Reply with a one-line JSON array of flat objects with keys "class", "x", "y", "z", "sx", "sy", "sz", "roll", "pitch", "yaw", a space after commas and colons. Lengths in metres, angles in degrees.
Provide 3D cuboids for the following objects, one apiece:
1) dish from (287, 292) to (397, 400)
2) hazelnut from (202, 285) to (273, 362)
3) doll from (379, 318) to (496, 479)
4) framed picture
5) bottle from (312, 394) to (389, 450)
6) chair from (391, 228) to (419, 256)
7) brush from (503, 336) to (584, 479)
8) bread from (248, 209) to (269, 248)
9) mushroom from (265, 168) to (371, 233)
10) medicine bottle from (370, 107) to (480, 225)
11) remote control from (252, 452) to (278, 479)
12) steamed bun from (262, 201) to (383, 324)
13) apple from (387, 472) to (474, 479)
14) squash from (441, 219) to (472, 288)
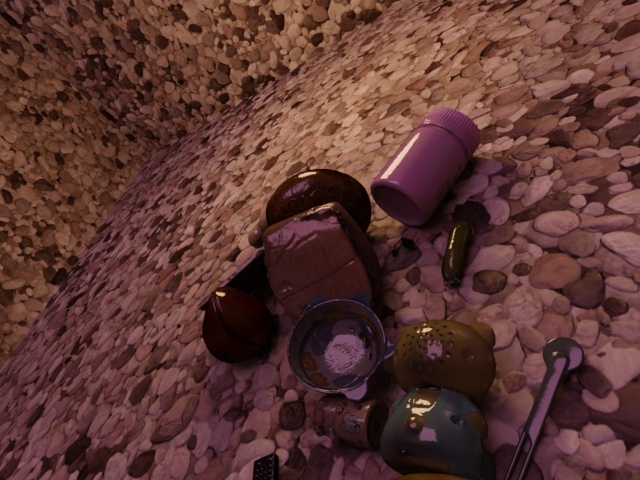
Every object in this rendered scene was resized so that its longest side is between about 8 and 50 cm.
[{"class": "dish", "x": 0.052, "y": 0.227, "z": 0.896, "sx": 0.228, "sy": 0.086, "sz": 0.236, "roll": -8, "pitch": 50, "yaw": 13}, {"class": "hazelnut", "x": -0.233, "y": 0.216, "z": 1.161, "sx": 0.208, "sy": 0.208, "sz": 0.208, "roll": -26, "pitch": 36, "yaw": 21}, {"class": "doll", "x": 0.198, "y": 0.256, "z": 0.728, "sx": 0.177, "sy": 0.161, "sz": 0.260, "roll": -12, "pitch": 45, "yaw": 39}, {"class": "framed picture", "x": -0.213, "y": 0.114, "z": 1.291, "sx": 0.289, "sy": 0.213, "sz": 0.016, "roll": -42, "pitch": 73, "yaw": -4}, {"class": "bottle", "x": 0.048, "y": 0.343, "z": 0.833, "sx": 0.152, "sy": 0.099, "sz": 0.098, "roll": -4, "pitch": 47, "yaw": 38}, {"class": "chair", "x": 0.219, "y": 0.009, "z": 1.115, "sx": 0.037, "sy": 0.042, "sz": 0.086, "roll": -82, "pitch": 15, "yaw": -47}, {"class": "brush", "x": 0.349, "y": 0.273, "z": 0.688, "sx": 0.062, "sy": 0.027, "sz": 0.266, "roll": 11, "pitch": 63, "yaw": 51}, {"class": "bread", "x": -0.120, "y": -0.087, "z": 1.393, "sx": 0.316, "sy": 0.054, "sz": 0.316, "roll": -44, "pitch": -5, "yaw": -5}, {"class": "mushroom", "x": -0.002, "y": -0.065, "z": 1.190, "sx": 0.278, "sy": 0.298, "sz": 0.163, "roll": 115, "pitch": 156, "yaw": -48}, {"class": "medicine bottle", "x": 0.282, "y": -0.197, "z": 1.160, "sx": 0.178, "sy": 0.178, "sz": 0.290, "roll": 15, "pitch": 61, "yaw": 51}, {"class": "remote control", "x": -0.111, "y": 0.536, "z": 0.828, "sx": 0.063, "sy": 0.025, "sz": 0.245, "roll": -28, "pitch": 36, "yaw": 20}, {"class": "steamed bun", "x": 0.018, "y": 0.070, "z": 1.056, "sx": 0.252, "sy": 0.301, "sz": 0.199, "roll": -22, "pitch": -1, "yaw": 12}, {"class": "apple", "x": 0.160, "y": 0.418, "z": 0.490, "sx": 0.309, "sy": 0.278, "sz": 0.249, "roll": -18, "pitch": 62, "yaw": 56}, {"class": "squash", "x": 0.309, "y": 0.026, "z": 0.991, "sx": 0.052, "sy": 0.052, "sz": 0.183, "roll": -6, "pitch": 50, "yaw": 41}]
